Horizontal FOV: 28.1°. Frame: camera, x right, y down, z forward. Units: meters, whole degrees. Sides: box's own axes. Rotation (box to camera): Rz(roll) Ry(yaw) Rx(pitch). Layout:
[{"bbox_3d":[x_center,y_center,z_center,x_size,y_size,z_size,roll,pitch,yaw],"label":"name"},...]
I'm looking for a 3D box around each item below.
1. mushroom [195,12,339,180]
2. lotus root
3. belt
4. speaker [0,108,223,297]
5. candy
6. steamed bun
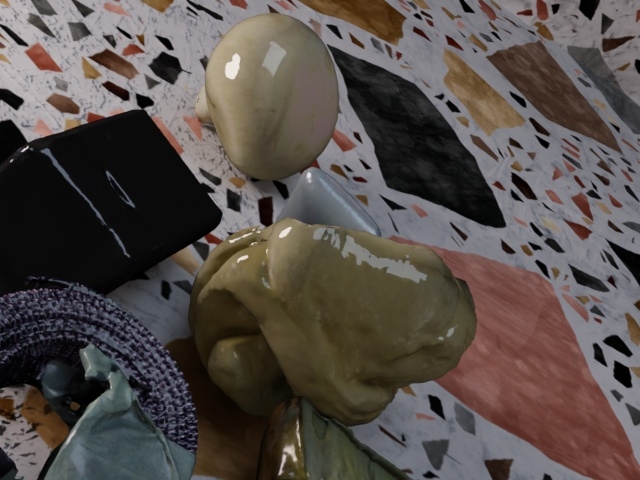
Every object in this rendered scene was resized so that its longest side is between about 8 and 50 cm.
[{"bbox_3d":[-0.086,-0.207,1.871,0.246,0.202,0.246,22,65,-60],"label":"mushroom"},{"bbox_3d":[0.025,0.283,1.355,0.235,0.138,0.119,34,34,-12],"label":"lotus root"},{"bbox_3d":[-0.251,0.184,1.142,0.260,0.122,0.325,43,39,-5],"label":"belt"},{"bbox_3d":[-0.273,-0.015,1.431,0.180,0.184,0.388,53,17,-1],"label":"speaker"},{"bbox_3d":[0.000,0.000,1.689,0.138,0.174,0.071,46,45,13],"label":"candy"},{"bbox_3d":[0.016,0.100,1.476,0.325,0.230,0.372,5,-6,5],"label":"steamed bun"}]
